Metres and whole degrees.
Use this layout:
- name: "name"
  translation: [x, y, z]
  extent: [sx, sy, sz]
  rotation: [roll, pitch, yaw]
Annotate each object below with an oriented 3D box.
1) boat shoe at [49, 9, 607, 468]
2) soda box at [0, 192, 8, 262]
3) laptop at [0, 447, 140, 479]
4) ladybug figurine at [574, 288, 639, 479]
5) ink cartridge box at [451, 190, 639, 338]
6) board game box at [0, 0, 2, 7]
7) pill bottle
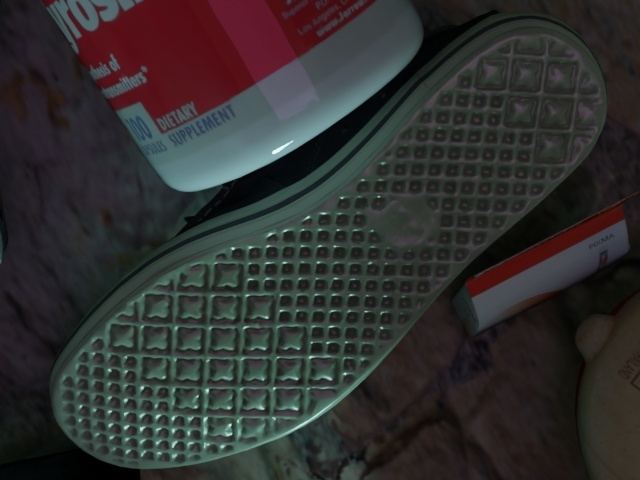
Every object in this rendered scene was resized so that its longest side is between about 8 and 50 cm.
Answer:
- name: "boat shoe"
  translation: [0.000, 0.000, 1.035]
  extent: [0.500, 0.156, 0.187]
  rotation: [-40, 109, 7]
- name: "soda box"
  translation: [-0.388, -0.010, 0.990]
  extent: [0.286, 0.098, 0.091]
  rotation: [-10, 102, -8]
- name: "laptop"
  translation: [-0.330, 0.358, 0.963]
  extent: [0.408, 0.236, 0.381]
  rotation: [-2, 87, -9]
- name: "ladybug figurine"
  translation: [0.395, 0.178, 1.132]
  extent: [0.449, 0.162, 0.305]
  rotation: [35, 92, -15]
- name: "ink cartridge box"
  translation: [0.185, 0.023, 1.057]
  extent: [0.145, 0.179, 0.045]
  rotation: [-27, 84, -4]
- name: "board game box"
  translation: [-0.350, -0.076, 0.921]
  extent: [0.193, 0.053, 0.305]
  rotation: [8, 69, -1]
- name: "pill bottle"
  translation: [-0.120, -0.257, 0.923]
  extent: [0.229, 0.229, 0.407]
  rotation: [-33, 104, -2]
